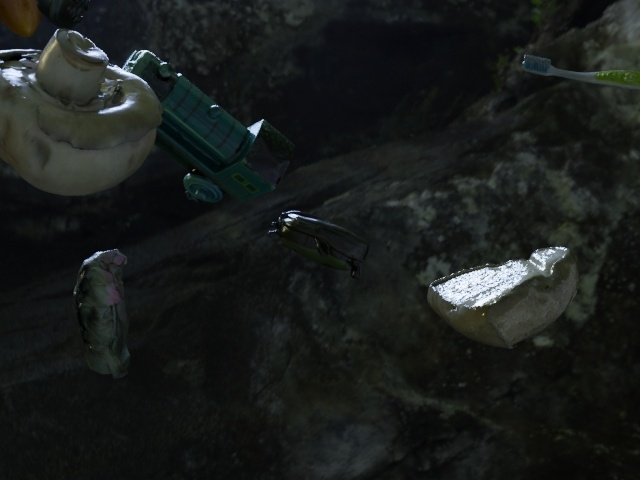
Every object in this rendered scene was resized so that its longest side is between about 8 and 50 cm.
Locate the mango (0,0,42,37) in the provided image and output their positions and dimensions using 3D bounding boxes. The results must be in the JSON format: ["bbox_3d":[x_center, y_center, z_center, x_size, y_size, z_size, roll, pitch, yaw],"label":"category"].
[{"bbox_3d":[-0.510,-0.438,1.374,0.102,0.141,0.217,-25,-70,-35],"label":"mango"}]

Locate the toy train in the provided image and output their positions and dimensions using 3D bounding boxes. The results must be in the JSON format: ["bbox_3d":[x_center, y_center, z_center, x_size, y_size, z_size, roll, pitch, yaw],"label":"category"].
[{"bbox_3d":[-0.197,-0.174,1.313,0.298,0.194,0.120,38,-120,-24],"label":"toy train"}]

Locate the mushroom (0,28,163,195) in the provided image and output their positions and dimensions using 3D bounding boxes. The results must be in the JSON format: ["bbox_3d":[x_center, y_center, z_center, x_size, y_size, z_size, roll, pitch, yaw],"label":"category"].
[{"bbox_3d":[-0.203,-0.108,0.675,0.154,0.122,0.154,16,-147,-10],"label":"mushroom"}]

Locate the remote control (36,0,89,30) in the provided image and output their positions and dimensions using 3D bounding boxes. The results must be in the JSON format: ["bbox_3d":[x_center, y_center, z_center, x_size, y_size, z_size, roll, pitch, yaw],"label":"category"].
[{"bbox_3d":[-0.249,-0.245,0.837,0.042,0.222,0.072,27,-88,-17],"label":"remote control"}]

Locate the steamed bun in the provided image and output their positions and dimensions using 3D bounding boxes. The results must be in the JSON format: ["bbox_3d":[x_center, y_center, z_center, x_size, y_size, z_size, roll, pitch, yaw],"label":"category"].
[{"bbox_3d":[0.282,0.090,1.218,0.212,0.231,0.110,-21,-80,-5],"label":"steamed bun"}]

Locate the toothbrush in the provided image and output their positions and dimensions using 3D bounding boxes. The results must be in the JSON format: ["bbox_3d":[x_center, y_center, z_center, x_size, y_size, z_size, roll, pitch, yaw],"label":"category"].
[{"bbox_3d":[0.359,-0.177,0.963,0.263,0.026,0.022,16,-109,20],"label":"toothbrush"}]

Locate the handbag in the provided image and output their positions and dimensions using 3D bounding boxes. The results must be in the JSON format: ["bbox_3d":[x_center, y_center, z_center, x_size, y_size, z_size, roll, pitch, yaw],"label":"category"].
[{"bbox_3d":[0.000,0.000,0.908,0.111,0.072,0.047,24,-90,9],"label":"handbag"}]

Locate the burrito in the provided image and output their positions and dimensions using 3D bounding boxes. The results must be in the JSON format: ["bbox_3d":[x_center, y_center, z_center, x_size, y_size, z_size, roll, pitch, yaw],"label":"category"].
[{"bbox_3d":[-0.295,0.114,1.158,0.066,0.309,0.096,6,-121,-9],"label":"burrito"}]
